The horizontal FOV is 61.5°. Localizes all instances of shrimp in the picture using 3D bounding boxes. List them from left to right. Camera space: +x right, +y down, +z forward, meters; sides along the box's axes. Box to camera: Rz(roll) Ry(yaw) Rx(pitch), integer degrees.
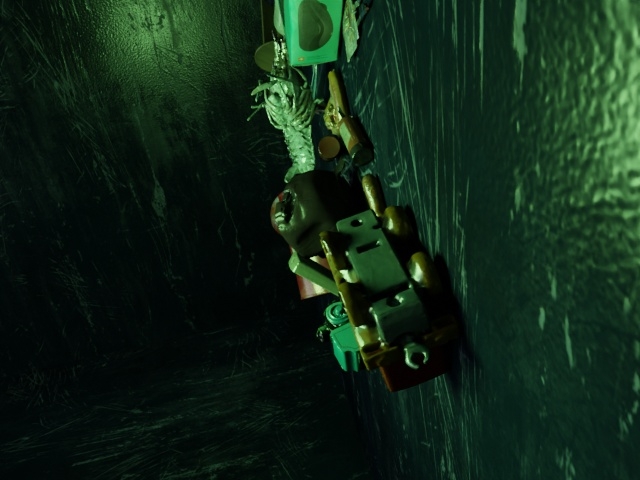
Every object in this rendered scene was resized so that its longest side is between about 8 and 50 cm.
[{"bbox_3d":[-0.081,-0.329,1.402,0.411,0.221,0.166,72,-147,-47],"label":"shrimp"}]

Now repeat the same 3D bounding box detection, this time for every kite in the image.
[{"bbox_3d":[0.061,-0.433,1.010,0.245,0.015,0.141,-146,45,-84],"label":"kite"}]

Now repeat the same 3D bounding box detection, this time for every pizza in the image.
[{"bbox_3d":[0.032,-0.328,1.368,0.195,0.052,0.185,-160,59,-82],"label":"pizza"}]

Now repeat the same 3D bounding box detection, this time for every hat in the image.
[{"bbox_3d":[0.050,-0.070,1.390,0.336,0.208,0.238,22,-119,-62],"label":"hat"}]

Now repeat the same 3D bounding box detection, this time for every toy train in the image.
[{"bbox_3d":[0.097,0.201,1.206,0.154,0.197,0.107,54,161,43],"label":"toy train"},{"bbox_3d":[0.119,0.102,0.944,0.369,0.163,0.232,-110,1,-52],"label":"toy train"}]

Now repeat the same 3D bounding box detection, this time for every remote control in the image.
[{"bbox_3d":[0.048,0.121,1.372,0.038,0.285,0.123,-57,14,7],"label":"remote control"}]

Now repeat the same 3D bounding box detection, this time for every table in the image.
[{"bbox_3d":[-0.158,-0.749,1.933,0.167,0.166,0.227,93,173,-71],"label":"table"}]

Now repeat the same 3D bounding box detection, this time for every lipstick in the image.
[{"bbox_3d":[0.022,-0.241,1.443,0.357,0.057,0.057,-90,-12,-83],"label":"lipstick"}]

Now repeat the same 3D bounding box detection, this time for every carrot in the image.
[{"bbox_3d":[0.123,-0.066,1.134,0.036,0.035,0.165,96,158,-74],"label":"carrot"}]

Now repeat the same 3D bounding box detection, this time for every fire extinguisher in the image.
[{"bbox_3d":[0.070,-0.235,1.193,0.062,0.050,0.177,47,-163,-42],"label":"fire extinguisher"}]

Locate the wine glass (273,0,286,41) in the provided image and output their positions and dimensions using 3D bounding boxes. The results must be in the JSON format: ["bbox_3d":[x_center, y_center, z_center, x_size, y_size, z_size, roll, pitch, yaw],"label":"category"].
[{"bbox_3d":[-0.089,-0.666,1.594,0.231,0.103,0.103,91,166,-53],"label":"wine glass"}]

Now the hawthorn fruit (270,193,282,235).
[{"bbox_3d":[-0.103,-0.106,2.500,0.262,0.231,0.235,34,-147,-36],"label":"hawthorn fruit"}]

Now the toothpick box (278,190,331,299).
[{"bbox_3d":[0.000,0.000,1.671,0.204,0.204,0.334,112,145,-81],"label":"toothpick box"}]

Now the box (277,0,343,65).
[{"bbox_3d":[-0.029,-0.543,1.134,0.311,0.118,0.205,99,159,-75],"label":"box"}]

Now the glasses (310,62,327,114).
[{"bbox_3d":[-0.030,-0.463,1.502,0.190,0.088,0.221,-123,22,-76],"label":"glasses"}]
